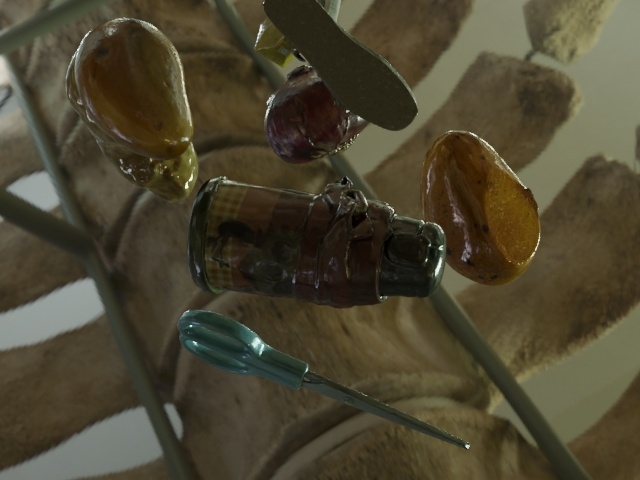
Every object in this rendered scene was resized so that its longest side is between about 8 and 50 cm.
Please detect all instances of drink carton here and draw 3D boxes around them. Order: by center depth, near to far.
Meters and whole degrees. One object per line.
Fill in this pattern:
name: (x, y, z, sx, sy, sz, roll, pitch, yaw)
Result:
drink carton: (-0.020, -0.352, 1.556, 0.200, 0.074, 0.084, -29, -141, 47)

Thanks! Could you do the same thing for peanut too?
peanut: (-0.241, -0.152, 1.319, 0.122, 0.253, 0.137, -41, -129, -18)

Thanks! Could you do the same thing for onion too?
onion: (-0.001, -0.258, 1.982, 0.246, 0.190, 0.246, -32, -170, 6)

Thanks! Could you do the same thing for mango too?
mango: (-0.194, -0.159, 1.033, 0.115, 0.090, 0.178, 7, -129, -29)
mango: (0.260, -0.060, 1.714, 0.160, 0.290, 0.191, -34, -157, -25)

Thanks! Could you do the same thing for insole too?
insole: (0.021, -0.178, 0.989, 0.063, 0.192, 0.010, -43, -164, 13)

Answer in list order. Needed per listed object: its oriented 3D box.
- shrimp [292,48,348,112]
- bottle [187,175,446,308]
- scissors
shrimp: (0.009, -0.223, 1.390, 0.124, 0.178, 0.034, 38, -89, -2)
bottle: (0.000, 0.000, 1.082, 0.271, 0.156, 0.143, 6, -103, 11)
scissors: (0.005, 0.208, 1.429, 0.447, 0.192, 0.029, 22, -114, 2)
